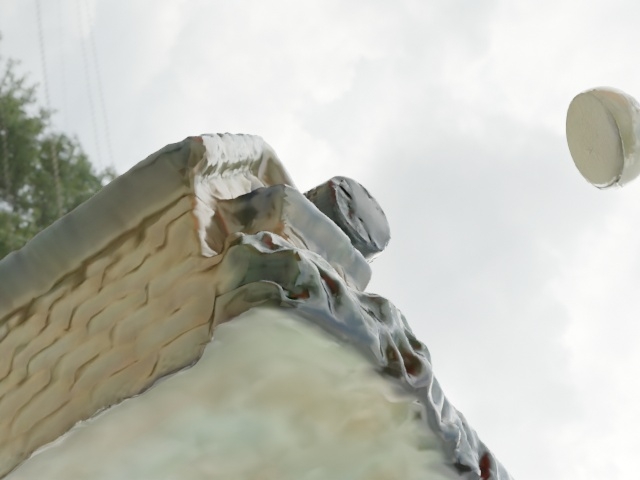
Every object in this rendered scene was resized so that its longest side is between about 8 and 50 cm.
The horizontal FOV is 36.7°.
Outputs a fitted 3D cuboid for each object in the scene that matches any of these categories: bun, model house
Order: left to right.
[{"bbox_3d":[-0.078,0.129,0.842,0.395,0.445,0.400,-37,-144,13],"label":"model house"},{"bbox_3d":[0.390,-0.140,1.264,0.138,0.094,0.138,162,-90,-75],"label":"bun"}]

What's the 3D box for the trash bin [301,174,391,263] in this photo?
[{"bbox_3d":[0.000,0.000,1.306,0.161,0.175,0.175,-36,-134,32],"label":"trash bin"}]
